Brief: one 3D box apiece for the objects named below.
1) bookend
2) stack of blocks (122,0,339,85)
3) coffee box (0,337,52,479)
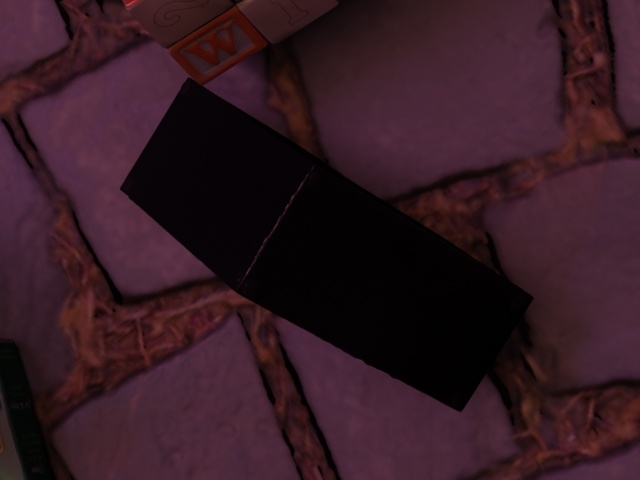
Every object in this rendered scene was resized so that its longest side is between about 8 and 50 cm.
[{"bbox_3d":[0.000,0.000,0.936,0.072,0.156,0.157,-58,34,4],"label":"bookend"},{"bbox_3d":[0.014,-0.235,0.919,0.297,0.087,0.171,-32,60,8],"label":"stack of blocks"},{"bbox_3d":[-0.201,0.158,0.995,0.113,0.040,0.184,-18,83,11],"label":"coffee box"}]
